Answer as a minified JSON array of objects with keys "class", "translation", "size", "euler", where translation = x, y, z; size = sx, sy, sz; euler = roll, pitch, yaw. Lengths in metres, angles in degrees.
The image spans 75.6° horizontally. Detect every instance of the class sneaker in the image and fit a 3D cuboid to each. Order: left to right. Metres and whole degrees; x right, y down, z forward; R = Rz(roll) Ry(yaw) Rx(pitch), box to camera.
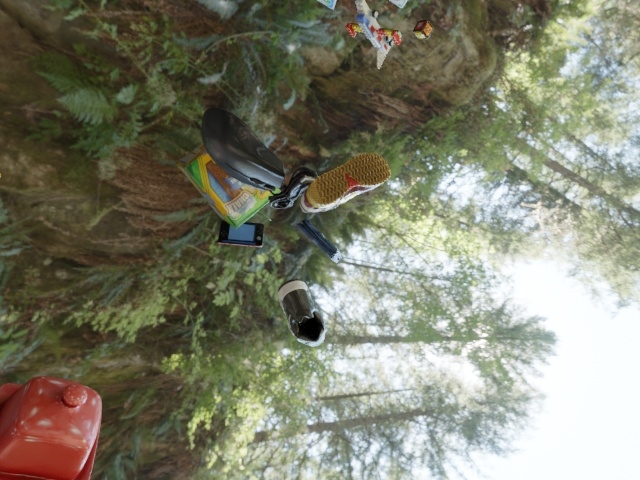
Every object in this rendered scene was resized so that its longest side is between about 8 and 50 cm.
[{"class":"sneaker","translation":[-0.028,0.188,0.892],"size":[0.234,0.078,0.106],"euler":[74,-10,-48]},{"class":"sneaker","translation":[0.043,-0.105,0.764],"size":[0.069,0.186,0.084],"euler":[66,-26,2]}]

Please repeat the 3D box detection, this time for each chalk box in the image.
[{"class":"chalk box","translation":[-0.257,-0.161,1.228],"size":[0.179,0.289,0.180],"euler":[-41,-153,-13]}]

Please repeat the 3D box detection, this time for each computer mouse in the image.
[{"class":"computer mouse","translation":[-0.149,-0.163,0.874],"size":[0.188,0.272,0.072],"euler":[-26,-152,55]}]

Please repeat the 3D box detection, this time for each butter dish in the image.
[{"class":"butter dish","translation":[-0.387,0.260,0.605],"size":[0.118,0.160,0.160],"euler":[-48,-148,13]}]

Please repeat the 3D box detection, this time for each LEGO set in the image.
[{"class":"LEGO set","translation":[0.063,-0.387,0.694],"size":[0.060,0.244,0.182],"euler":[-61,-172,2]}]

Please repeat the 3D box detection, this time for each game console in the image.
[{"class":"game console","translation":[-0.253,-0.023,1.314],"size":[0.085,0.144,0.124],"euler":[109,-15,-61]}]

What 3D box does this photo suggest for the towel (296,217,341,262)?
[{"class":"towel","translation":[0.000,0.000,0.946],"size":[0.029,0.067,0.119],"euler":[-46,-110,-2]}]
